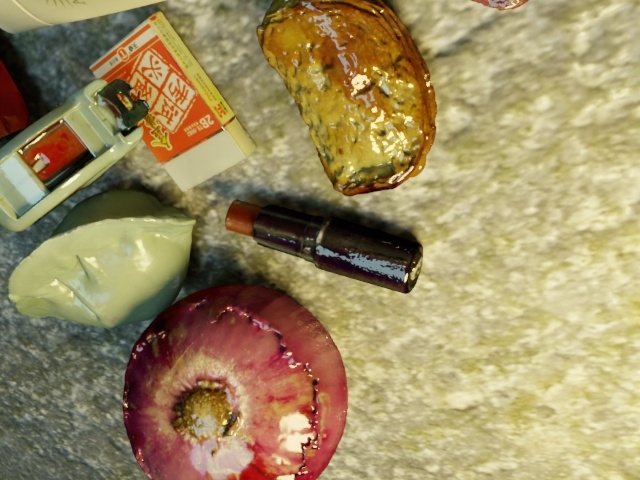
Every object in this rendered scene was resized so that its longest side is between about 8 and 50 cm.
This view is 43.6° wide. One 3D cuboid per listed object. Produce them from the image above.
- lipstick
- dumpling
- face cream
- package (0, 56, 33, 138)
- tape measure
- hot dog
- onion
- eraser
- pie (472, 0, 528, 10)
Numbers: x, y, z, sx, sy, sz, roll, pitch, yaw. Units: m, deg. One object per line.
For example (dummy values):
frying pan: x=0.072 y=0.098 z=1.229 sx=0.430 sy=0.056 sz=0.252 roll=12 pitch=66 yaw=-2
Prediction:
lipstick: x=0.000 y=0.000 z=1.136 sx=0.300 sy=0.081 sz=0.081 roll=18 pitch=132 yaw=19
dumpling: x=-0.362 y=0.030 z=1.313 sx=0.270 sy=0.211 sz=0.320 roll=8 pitch=123 yaw=-21
face cream: x=-0.338 y=-0.367 z=1.046 sx=0.349 sy=0.081 sz=0.173 roll=-1 pitch=141 yaw=32
package: x=-0.599 y=-0.287 z=1.227 sx=0.196 sy=0.123 sz=0.423 roll=0 pitch=127 yaw=43
tape measure: x=-0.380 y=-0.124 z=1.149 sx=0.125 sy=0.246 sz=0.243 roll=54 pitch=160 yaw=-10
hot dog: x=0.035 y=-0.188 z=0.948 sx=0.175 sy=0.114 sz=0.259 roll=-7 pitch=118 yaw=41
onion: x=-0.123 y=0.235 z=1.272 sx=0.358 sy=0.345 sz=0.358 roll=9 pitch=115 yaw=21
eraser: x=-0.212 y=-0.190 z=1.146 sx=0.157 sy=0.038 sz=0.230 roll=-21 pitch=111 yaw=42
pie: x=0.175 y=-0.307 z=0.813 sx=0.154 sy=0.038 sz=0.153 roll=16 pitch=132 yaw=18
